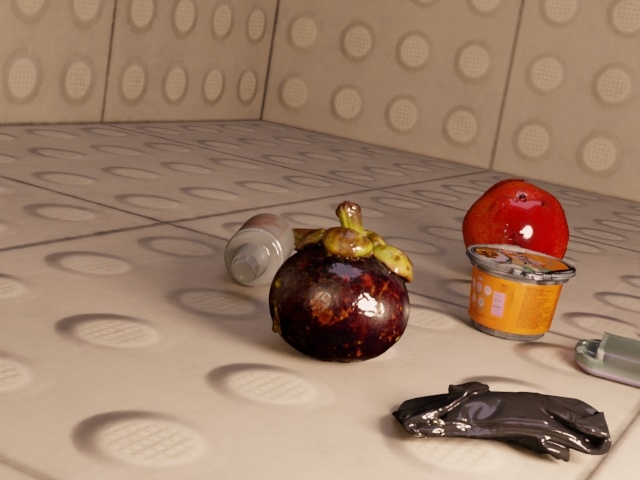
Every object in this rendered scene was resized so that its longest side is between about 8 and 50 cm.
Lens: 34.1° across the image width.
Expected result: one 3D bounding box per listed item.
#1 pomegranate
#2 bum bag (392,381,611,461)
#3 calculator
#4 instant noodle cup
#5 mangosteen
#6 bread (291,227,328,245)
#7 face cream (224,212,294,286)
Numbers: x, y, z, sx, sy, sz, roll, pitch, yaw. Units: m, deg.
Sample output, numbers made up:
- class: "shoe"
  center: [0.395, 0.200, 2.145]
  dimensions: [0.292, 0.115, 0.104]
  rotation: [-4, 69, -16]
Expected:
- class: "pomegranate"
  center: [0.371, -0.012, 2.019]
  dimensions: [0.210, 0.210, 0.235]
  rotation: [6, -12, -16]
- class: "bum bag"
  center: [0.210, 0.205, 1.216]
  dimensions: [0.248, 0.060, 0.123]
  rotation: [8, 13, -3]
- class: "calculator"
  center: [0.501, 0.189, 1.546]
  dimensions: [0.246, 0.045, 0.141]
  rotation: [13, 12, 18]
- class: "instant noodle cup"
  center: [0.313, 0.088, 1.684]
  dimensions: [0.177, 0.125, 0.208]
  rotation: [11, 12, 14]
- class: "mangosteen"
  center: [0.030, 0.055, 1.407]
  dimensions: [0.192, 0.217, 0.192]
  rotation: [9, 5, -1]
- class: "bread"
  center: [0.000, 0.000, 2.073]
  dimensions: [0.094, 0.035, 0.090]
  rotation: [1, 14, -32]
- class: "face cream"
  center: [-0.107, 0.024, 1.724]
  dimensions: [0.101, 0.101, 0.252]
  rotation: [10, 12, 4]
